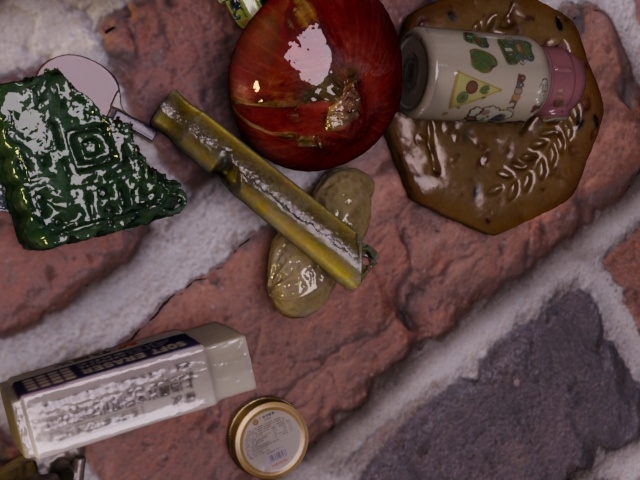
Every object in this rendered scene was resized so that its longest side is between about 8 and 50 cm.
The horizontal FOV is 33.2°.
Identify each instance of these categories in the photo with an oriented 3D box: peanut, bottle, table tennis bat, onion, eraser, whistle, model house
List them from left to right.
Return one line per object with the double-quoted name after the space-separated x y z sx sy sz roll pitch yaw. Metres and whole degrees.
-0.342 0.340 1.215 0.122 0.188 0.229 11 88 -7 "model house"
-0.270 -0.162 1.295 0.158 0.014 0.095 26 81 -19 "table tennis bat"
-0.227 0.171 1.271 0.278 0.124 0.081 -15 99 -22 "eraser"
-0.066 -0.063 1.304 0.326 0.057 0.068 38 51 0 "whistle"
0.000 0.000 1.377 0.098 0.090 0.214 28 76 23 "peanut"
0.005 -0.196 1.314 0.248 0.161 0.248 -35 139 -38 "onion"
0.228 -0.210 1.394 0.253 0.120 0.120 1 93 -22 "bottle"

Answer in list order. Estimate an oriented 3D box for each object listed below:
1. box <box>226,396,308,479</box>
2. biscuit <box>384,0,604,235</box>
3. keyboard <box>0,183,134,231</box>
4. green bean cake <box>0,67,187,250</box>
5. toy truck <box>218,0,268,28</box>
-0.068 0.255 1.389 0.105 0.037 0.106 -2 94 -23 "box"
0.242 -0.185 1.491 0.359 0.046 0.359 -1 92 -23 "biscuit"
-0.305 -0.051 1.287 0.176 0.014 0.055 10 92 -22 "keyboard"
-0.272 -0.102 1.233 0.193 0.107 0.208 -18 96 -20 "green bean cake"
-0.100 -0.339 1.322 0.100 0.077 0.169 -33 106 -19 "toy truck"
